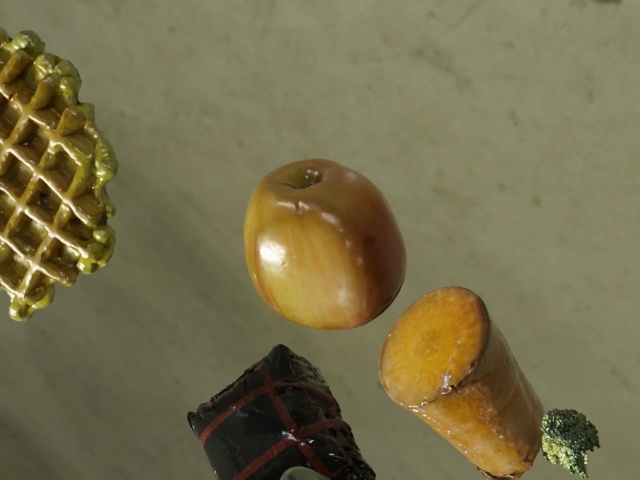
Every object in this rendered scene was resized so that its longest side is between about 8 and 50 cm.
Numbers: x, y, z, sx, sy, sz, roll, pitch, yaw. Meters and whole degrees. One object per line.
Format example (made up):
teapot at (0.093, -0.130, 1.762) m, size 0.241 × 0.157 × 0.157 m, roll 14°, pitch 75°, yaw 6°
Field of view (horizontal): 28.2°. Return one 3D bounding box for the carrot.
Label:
carrot at (0.225, 0.210, 1.804) m, size 0.196 × 0.196 × 0.254 m, roll 6°, pitch 150°, yaw 49°

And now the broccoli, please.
broccoli at (0.319, 0.261, 1.641) m, size 0.097 × 0.095 × 0.092 m, roll 11°, pitch 122°, yaw 39°

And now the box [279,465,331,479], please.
box at (0.092, 0.408, 1.120) m, size 0.396 × 0.111 × 0.396 m, roll 37°, pitch -165°, yaw -11°

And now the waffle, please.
waffle at (-0.342, -0.072, 1.337) m, size 0.281 × 0.058 × 0.301 m, roll -30°, pitch 88°, yaw 26°

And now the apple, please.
apple at (0.000, 0.000, 1.352) m, size 0.199 × 0.199 × 0.199 m, roll 32°, pitch 151°, yaw 20°

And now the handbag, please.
handbag at (-0.042, 0.251, 1.535) m, size 0.155 × 0.169 × 0.215 m, roll 39°, pitch -164°, yaw -52°
